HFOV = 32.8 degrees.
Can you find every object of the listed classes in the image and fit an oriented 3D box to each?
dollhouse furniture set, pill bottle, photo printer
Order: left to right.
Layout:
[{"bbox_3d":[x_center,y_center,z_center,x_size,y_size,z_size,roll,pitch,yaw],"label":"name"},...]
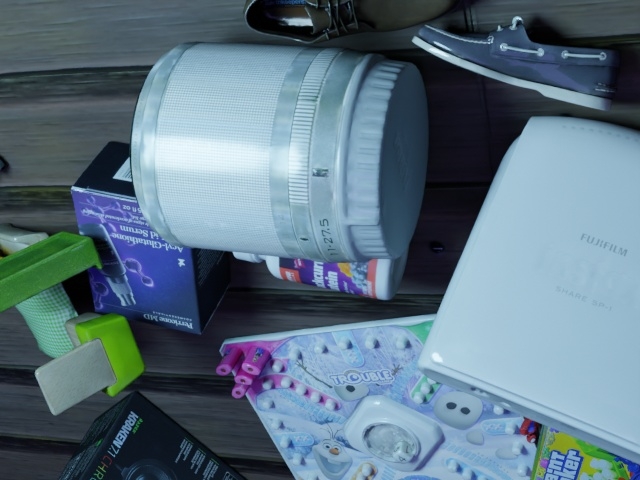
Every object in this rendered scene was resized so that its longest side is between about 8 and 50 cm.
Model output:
[{"bbox_3d":[-0.380,0.099,1.376,0.301,0.151,0.198,9,123,53],"label":"dollhouse furniture set"},{"bbox_3d":[0.000,0.000,1.262,0.193,0.108,0.108,11,131,15],"label":"pill bottle"},{"bbox_3d":[0.268,0.034,1.061,0.256,0.308,0.107,22,167,14],"label":"photo printer"}]

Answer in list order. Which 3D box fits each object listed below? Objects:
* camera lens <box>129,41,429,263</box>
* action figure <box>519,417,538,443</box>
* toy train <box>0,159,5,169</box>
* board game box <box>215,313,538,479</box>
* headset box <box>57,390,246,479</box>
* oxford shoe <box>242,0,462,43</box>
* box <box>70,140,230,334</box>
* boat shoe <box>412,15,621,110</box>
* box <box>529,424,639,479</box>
[{"bbox_3d":[-0.043,-0.092,1.128,0.274,0.219,0.219,6,129,18],"label":"camera lens"},{"bbox_3d":[0.268,0.212,1.370,0.030,0.038,0.115,17,129,26],"label":"action figure"},{"bbox_3d":[-0.479,-0.081,1.450,0.158,0.027,0.036,-23,113,35],"label":"toy train"},{"bbox_3d":[0.095,0.276,1.490,0.389,0.050,0.390,-9,124,29],"label":"board game box"},{"bbox_3d":[-0.254,0.416,1.617,0.283,0.246,0.131,42,131,-13],"label":"headset box"},{"bbox_3d":[0.030,-0.229,1.071,0.227,0.096,0.083,-3,124,23],"label":"oxford shoe"},{"bbox_3d":[-0.204,-0.002,1.346,0.153,0.108,0.207,10,130,15],"label":"box"},{"bbox_3d":[0.194,-0.186,1.069,0.206,0.075,0.065,19,103,8],"label":"boat shoe"},{"bbox_3d":[0.398,0.206,1.219,0.279,0.177,0.290,14,132,11],"label":"box"}]
